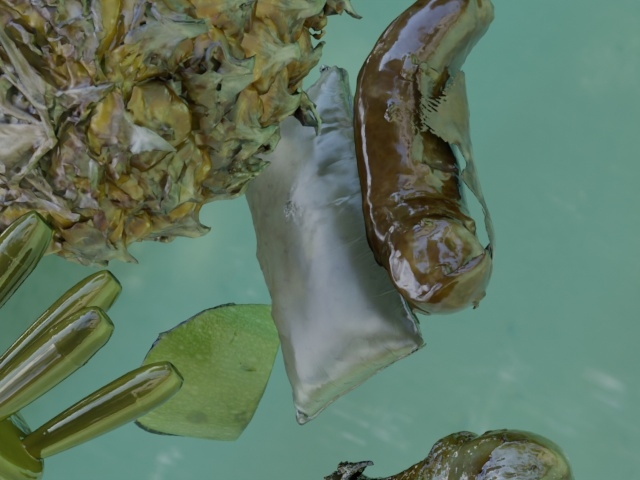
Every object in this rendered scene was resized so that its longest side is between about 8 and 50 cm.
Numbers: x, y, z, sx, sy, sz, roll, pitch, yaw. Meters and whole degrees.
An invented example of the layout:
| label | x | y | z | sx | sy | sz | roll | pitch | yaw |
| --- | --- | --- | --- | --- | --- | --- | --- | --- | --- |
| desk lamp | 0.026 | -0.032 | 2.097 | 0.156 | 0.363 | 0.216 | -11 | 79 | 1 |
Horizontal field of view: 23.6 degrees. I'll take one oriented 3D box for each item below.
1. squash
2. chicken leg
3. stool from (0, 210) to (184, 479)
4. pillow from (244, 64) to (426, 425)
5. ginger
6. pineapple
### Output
| label | x | y | z | sx | sy | sz | roll | pitch | yaw |
| --- | --- | --- | --- | --- | --- | --- | --- | --- | --- |
| squash | -0.119 | 0.171 | 1.739 | 0.085 | 0.184 | 0.192 | 42 | 122 | 38 |
| chicken leg | 0.086 | 0.194 | 1.118 | 0.227 | 0.088 | 0.103 | -16 | 74 | 36 |
| stool | -0.159 | 0.066 | 0.868 | 0.110 | 0.134 | 0.135 | -41 | 10 | 1 |
| pillow | 0.000 | 0.000 | 1.439 | 0.185 | 0.075 | 0.302 | -39 | 56 | 42 |
| ginger | 0.087 | -0.072 | 1.285 | 0.133 | 0.107 | 0.309 | -41 | 46 | 51 |
| pineapple | -0.169 | -0.151 | 1.130 | 0.352 | 0.352 | 0.300 | -52 | 0 | 32 |
